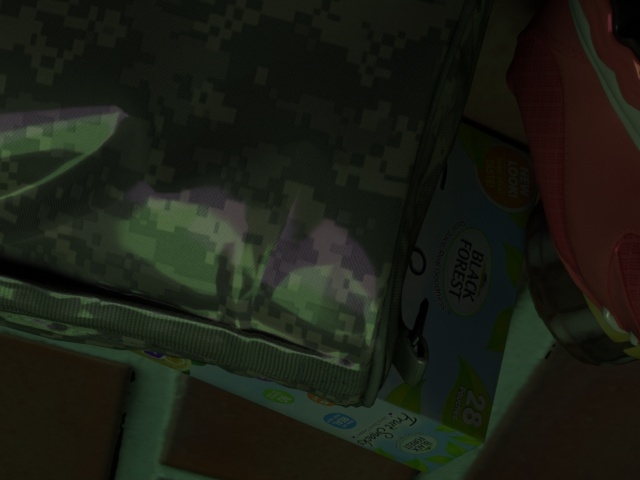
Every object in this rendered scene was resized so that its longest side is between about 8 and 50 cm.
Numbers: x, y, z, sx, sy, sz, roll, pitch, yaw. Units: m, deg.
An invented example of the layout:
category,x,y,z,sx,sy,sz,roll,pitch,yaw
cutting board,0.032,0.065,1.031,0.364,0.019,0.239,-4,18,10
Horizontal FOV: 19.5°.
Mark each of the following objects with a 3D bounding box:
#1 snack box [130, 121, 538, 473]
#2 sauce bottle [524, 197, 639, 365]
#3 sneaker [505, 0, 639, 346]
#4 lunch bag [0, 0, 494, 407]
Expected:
category,x,y,z,sx,sy,sz,roll,pitch,yaw
snack box,0.000,0.000,0.961,0.207,0.174,0.070,24,151,-17
sauce bottle,0.260,-0.022,0.886,0.344,0.111,0.111,-18,137,41
sneaker,0.178,0.012,0.838,0.116,0.313,0.136,-13,165,-31
lunch bag,-0.083,-0.075,0.797,0.305,0.256,0.212,14,148,1
